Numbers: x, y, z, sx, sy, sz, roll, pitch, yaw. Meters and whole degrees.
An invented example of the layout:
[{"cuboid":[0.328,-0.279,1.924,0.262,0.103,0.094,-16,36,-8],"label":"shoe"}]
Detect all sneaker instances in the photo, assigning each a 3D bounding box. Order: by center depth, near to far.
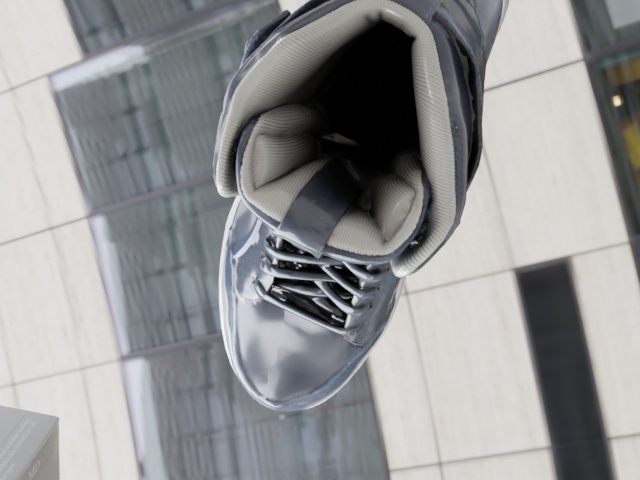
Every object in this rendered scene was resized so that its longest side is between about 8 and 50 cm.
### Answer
[{"cuboid":[-0.002,-0.001,0.440,0.163,0.086,0.226,-65,-5,-64],"label":"sneaker"}]

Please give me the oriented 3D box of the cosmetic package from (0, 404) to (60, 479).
[{"cuboid":[-0.271,0.257,0.942,0.127,0.107,0.238,-66,-14,-60],"label":"cosmetic package"}]
